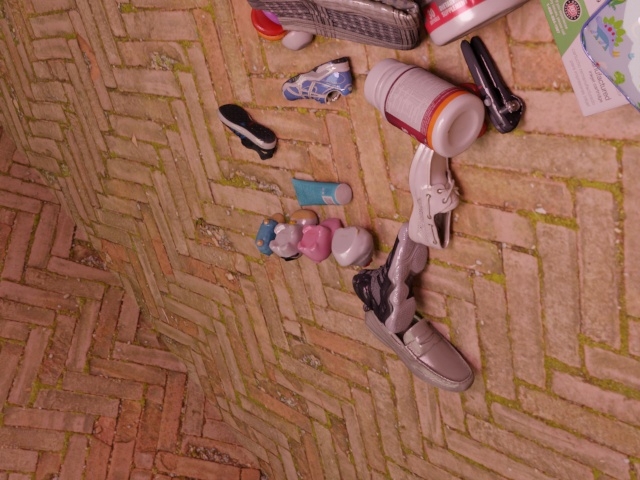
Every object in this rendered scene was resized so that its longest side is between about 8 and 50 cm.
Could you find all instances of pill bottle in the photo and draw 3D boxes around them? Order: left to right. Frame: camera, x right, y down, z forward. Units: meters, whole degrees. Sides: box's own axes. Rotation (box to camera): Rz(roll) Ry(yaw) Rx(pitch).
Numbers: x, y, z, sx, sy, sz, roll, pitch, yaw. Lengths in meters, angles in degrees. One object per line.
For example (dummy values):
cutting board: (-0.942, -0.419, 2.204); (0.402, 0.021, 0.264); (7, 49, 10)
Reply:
pill bottle: (0.188, -0.254, 1.228); (0.221, 0.121, 0.121); (42, 142, 39)
pill bottle: (0.196, -0.490, 1.043); (0.176, 0.176, 0.318); (-18, 102, 53)

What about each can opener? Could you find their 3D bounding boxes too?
can opener: (0.300, -0.276, 1.176); (0.073, 0.059, 0.186); (-22, 99, 54)

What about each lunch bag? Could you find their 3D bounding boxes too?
lunch bag: (0.451, -0.239, 0.805); (0.219, 0.090, 0.176); (51, 144, 7)

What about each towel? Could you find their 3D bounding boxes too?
towel: (0.014, -0.394, 1.144); (0.324, 0.312, 0.056); (16, 100, 5)

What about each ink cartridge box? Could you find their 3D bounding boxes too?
ink cartridge box: (0.475, -0.314, 0.899); (0.278, 0.117, 0.201); (-13, 105, 51)

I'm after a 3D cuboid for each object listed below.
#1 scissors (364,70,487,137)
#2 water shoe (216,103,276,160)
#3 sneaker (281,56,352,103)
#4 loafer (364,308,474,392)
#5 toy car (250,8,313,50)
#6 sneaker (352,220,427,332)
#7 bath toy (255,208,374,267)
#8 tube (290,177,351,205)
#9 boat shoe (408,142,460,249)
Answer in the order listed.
scissors: (0.203, -0.275, 1.320); (0.297, 0.021, 0.109); (20, 129, 39)
water shoe: (-0.202, -0.283, 1.736); (0.203, 0.073, 0.080); (40, 142, 24)
sneaker: (-0.011, -0.340, 1.469); (0.211, 0.080, 0.081); (-7, 106, 52)
loafer: (0.232, 0.243, 1.582); (0.319, 0.112, 0.111); (34, 145, 30)
toy car: (-0.079, -0.493, 1.390); (0.159, 0.136, 0.182); (58, 144, 1)
sneaker: (0.153, 0.071, 1.532); (0.153, 0.101, 0.268); (24, 115, 43)
bath toy: (0.000, 0.000, 1.666); (0.348, 0.151, 0.129); (9, 160, 42)
tube: (-0.007, -0.118, 1.654); (0.207, 0.052, 0.080); (8, 116, 52)
boat shoe: (0.243, -0.095, 1.347); (0.096, 0.098, 0.277); (29, 144, 32)
